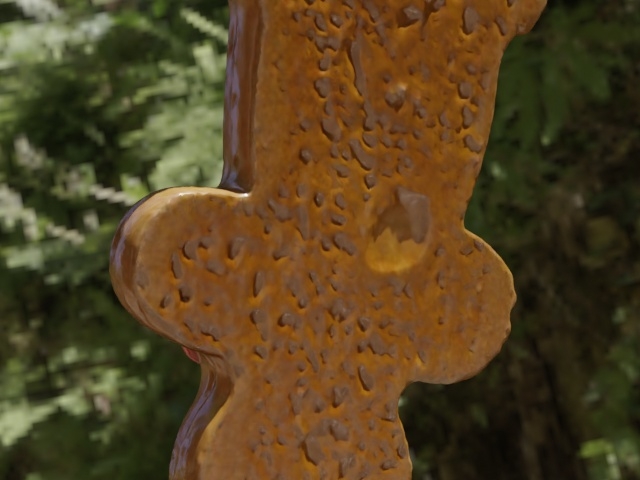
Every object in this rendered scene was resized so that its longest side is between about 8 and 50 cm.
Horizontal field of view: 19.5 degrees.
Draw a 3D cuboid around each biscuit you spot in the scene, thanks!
[{"bbox_3d":[-0.001,0.000,0.778,0.205,0.324,0.049,6,-1,-39],"label":"biscuit"}]
